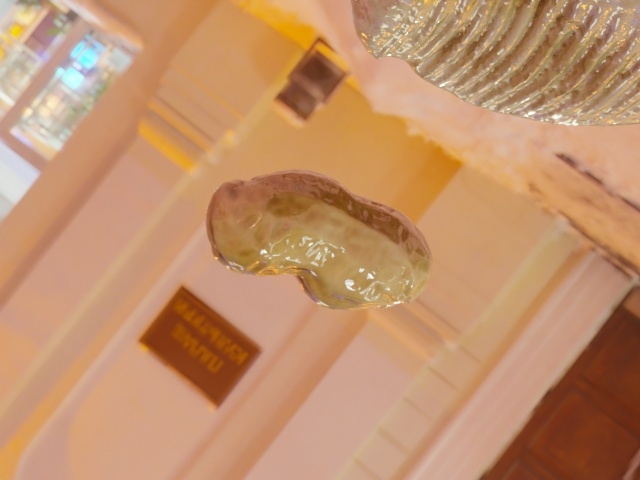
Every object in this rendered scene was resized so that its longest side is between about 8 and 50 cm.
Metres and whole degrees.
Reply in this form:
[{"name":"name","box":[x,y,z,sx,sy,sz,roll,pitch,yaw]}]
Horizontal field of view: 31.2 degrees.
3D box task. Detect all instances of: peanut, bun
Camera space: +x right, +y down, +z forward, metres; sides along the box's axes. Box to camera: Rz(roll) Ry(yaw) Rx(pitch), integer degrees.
[{"name":"peanut","box":[0.000,0.000,1.349,0.306,0.147,0.147,25,-174,-33]},{"name":"bun","box":[0.218,-0.250,1.041,0.365,0.219,0.365,13,164,4]}]
